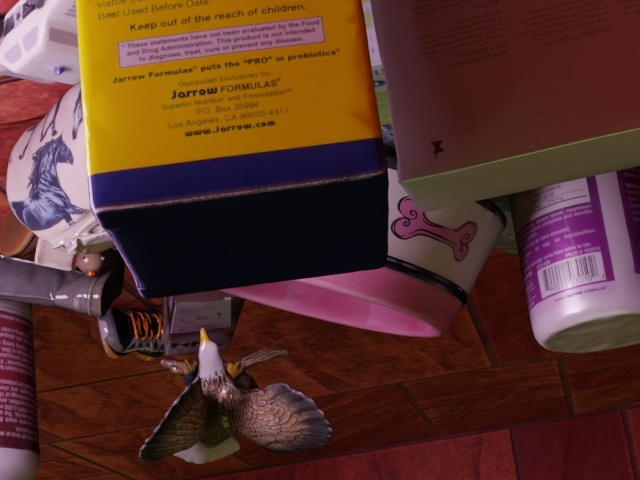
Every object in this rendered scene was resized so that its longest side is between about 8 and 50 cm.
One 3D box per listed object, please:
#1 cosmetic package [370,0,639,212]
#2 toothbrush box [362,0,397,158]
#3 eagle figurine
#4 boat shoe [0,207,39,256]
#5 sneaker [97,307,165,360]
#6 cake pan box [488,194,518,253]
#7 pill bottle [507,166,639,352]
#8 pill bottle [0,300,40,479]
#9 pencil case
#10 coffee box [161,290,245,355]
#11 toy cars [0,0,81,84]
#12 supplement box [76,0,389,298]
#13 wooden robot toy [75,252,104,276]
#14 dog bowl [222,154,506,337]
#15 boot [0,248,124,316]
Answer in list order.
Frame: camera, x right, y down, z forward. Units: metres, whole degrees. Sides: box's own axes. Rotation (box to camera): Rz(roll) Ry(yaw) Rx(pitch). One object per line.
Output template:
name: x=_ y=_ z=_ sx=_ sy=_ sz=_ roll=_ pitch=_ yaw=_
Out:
cosmetic package: x=0.232 y=-0.203 z=1.087 sx=0.377 sy=0.284 sz=0.097 roll=-12 pitch=160 yaw=14
toothbrush box: x=0.137 y=-0.181 z=1.351 sx=0.206 sy=0.122 sz=0.283 roll=-10 pitch=161 yaw=12
eagle figurine: x=-0.136 y=0.230 z=1.836 sx=0.226 sy=0.298 sz=0.225 roll=-43 pitch=112 yaw=1
boat shoe: x=-0.336 y=-0.030 z=1.670 sx=0.073 sy=0.073 sz=0.207 roll=9 pitch=155 yaw=-33
sneaker: x=-0.290 y=0.145 z=2.168 sx=0.083 sy=0.084 sz=0.215 roll=-18 pitch=167 yaw=18
cake pan box: x=0.311 y=-0.035 z=1.809 sx=0.246 sy=0.070 sz=0.267 roll=1 pitch=167 yaw=37
pill bottle: x=0.305 y=-0.035 z=1.548 sx=0.169 sy=0.301 sz=0.169 roll=-6 pitch=160 yaw=-2
pill bottle: x=-0.511 y=0.240 z=1.881 sx=0.224 sy=0.392 sz=0.224 roll=-7 pitch=160 yaw=-3
pencil case: x=-0.163 y=-0.117 z=1.335 sx=0.160 sy=0.183 sz=0.410 roll=9 pitch=154 yaw=-36
coffee box: x=-0.169 y=0.058 z=1.874 sx=0.098 sy=0.141 sz=0.246 roll=-4 pitch=160 yaw=-11
toy cars: x=-0.349 y=-0.166 z=1.271 sx=0.393 sy=0.087 sz=0.176 roll=-10 pitch=160 yaw=7
supplement box: x=-0.069 y=-0.162 z=0.983 sx=0.195 sy=0.356 sz=0.194 roll=-7 pitch=160 yaw=0
wooden robot toy: x=-0.297 y=0.012 z=1.791 sx=0.173 sy=0.079 sz=0.076 roll=-11 pitch=160 yaw=12
dog bowl: x=0.000 y=0.000 z=1.547 sx=0.408 sy=0.150 sz=0.408 roll=15 pitch=171 yaw=2
boot: x=-0.383 y=0.045 z=1.840 sx=0.208 sy=0.076 sz=0.189 roll=4 pitch=-166 yaw=5
